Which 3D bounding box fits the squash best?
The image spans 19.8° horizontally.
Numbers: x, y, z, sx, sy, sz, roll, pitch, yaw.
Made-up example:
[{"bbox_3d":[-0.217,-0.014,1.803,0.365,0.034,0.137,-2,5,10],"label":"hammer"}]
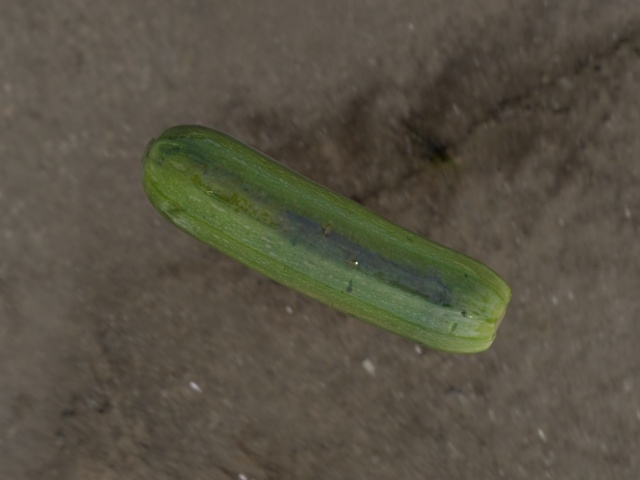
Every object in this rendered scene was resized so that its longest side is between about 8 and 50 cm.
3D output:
[{"bbox_3d":[0.000,0.000,1.050,0.229,0.066,0.066,25,79,5],"label":"squash"}]
